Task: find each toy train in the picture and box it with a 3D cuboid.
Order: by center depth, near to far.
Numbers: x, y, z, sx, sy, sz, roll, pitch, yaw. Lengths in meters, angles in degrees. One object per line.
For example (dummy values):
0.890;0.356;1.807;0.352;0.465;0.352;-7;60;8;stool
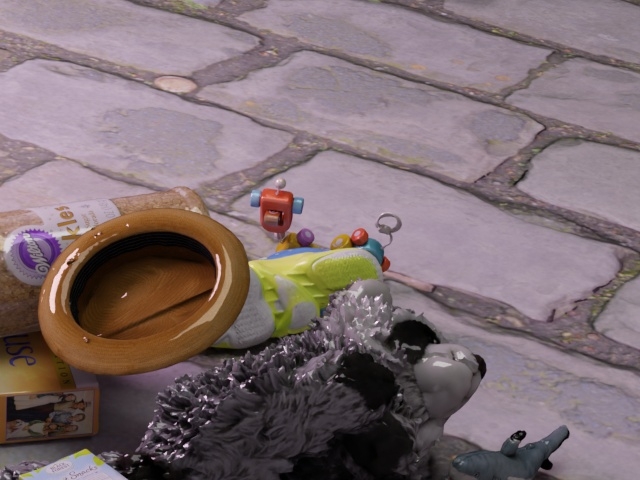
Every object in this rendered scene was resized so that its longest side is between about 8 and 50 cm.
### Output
0.000;0.000;1.923;0.166;0.125;0.046;12;46;2;toy train

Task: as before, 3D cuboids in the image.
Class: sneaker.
-0.059;0.058;1.852;0.240;0.091;0.126;-6;4;-13;sneaker

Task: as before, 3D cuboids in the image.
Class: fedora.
-0.153;0.060;1.586;0.194;0.079;0.194;-6;54;8;fedora

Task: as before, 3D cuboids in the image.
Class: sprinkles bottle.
-0.278;0.028;1.656;0.355;0.121;0.121;-9;30;-27;sprinkles bottle

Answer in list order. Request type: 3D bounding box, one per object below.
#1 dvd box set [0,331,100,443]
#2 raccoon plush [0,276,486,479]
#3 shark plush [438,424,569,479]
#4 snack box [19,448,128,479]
-0.444;0.100;1.682;0.421;0.062;0.307;-3;28;-17;dvd box set
-0.079;0.142;1.543;0.447;0.216;0.299;5;19;-1;raccoon plush
0.177;0.204;1.601;0.161;0.067;0.073;-11;31;-30;shark plush
-0.135;0.276;1.272;0.207;0.174;0.070;28;33;36;snack box
